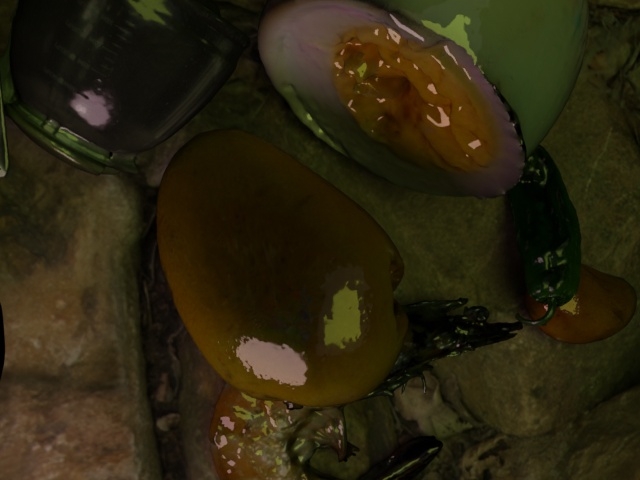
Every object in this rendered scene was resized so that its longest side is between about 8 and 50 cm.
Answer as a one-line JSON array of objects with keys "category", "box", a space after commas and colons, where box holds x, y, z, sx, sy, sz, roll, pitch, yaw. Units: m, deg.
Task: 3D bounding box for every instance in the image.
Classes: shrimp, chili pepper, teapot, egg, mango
[{"category": "shrimp", "box": [0.077, 0.216, 1.294, 0.445, 0.085, 0.272, -22, 102, -15]}, {"category": "chili pepper", "box": [0.294, -0.015, 1.338, 0.100, 0.074, 0.256, -6, 65, 1]}, {"category": "teapot", "box": [-0.264, -0.212, 1.077, 0.322, 0.239, 0.239, 31, 95, -24]}, {"category": "egg", "box": [0.151, -0.275, 1.171, 0.354, 0.354, 0.339, 40, 67, -17]}, {"category": "mango", "box": [-0.054, 0.028, 1.151, 0.253, 0.182, 0.365, -38, 80, 10]}, {"category": "mango", "box": [0.360, 0.090, 1.393, 0.165, 0.089, 0.115, 20, 75, -21]}]

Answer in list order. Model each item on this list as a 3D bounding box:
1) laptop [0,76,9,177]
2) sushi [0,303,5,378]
[{"category": "laptop", "box": [-0.416, -0.193, 1.066, 0.188, 0.015, 0.268, -3, 94, 24]}, {"category": "sushi", "box": [-0.438, 0.072, 1.044, 0.200, 0.204, 0.213, -17, 132, 6]}]
